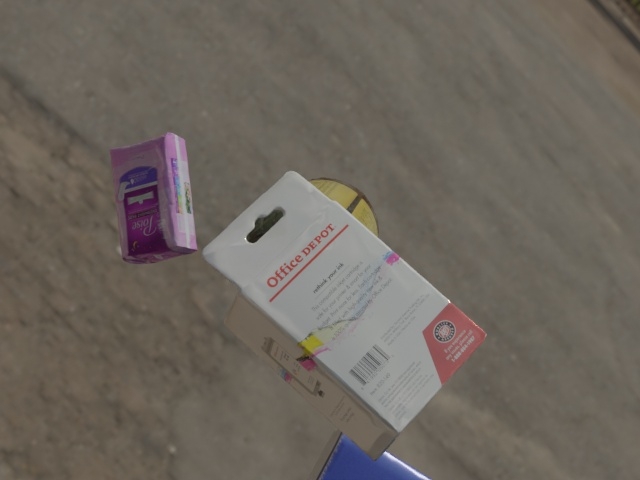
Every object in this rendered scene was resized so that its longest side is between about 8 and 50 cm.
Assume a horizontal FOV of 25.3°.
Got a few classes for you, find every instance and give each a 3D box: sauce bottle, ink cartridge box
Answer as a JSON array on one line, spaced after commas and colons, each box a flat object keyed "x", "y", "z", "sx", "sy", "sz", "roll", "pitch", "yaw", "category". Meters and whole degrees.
[{"x": 0.000, "y": 0.000, "z": 1.313, "sx": 0.111, "sy": 0.111, "sz": 0.344, "roll": 49, "pitch": 10, "yaw": 0, "category": "sauce bottle"}, {"x": 0.010, "y": 0.054, "z": 1.080, "sx": 0.198, "sy": 0.067, "sz": 0.115, "roll": 42, "pitch": 61, "yaw": 8, "category": "ink cartridge box"}]

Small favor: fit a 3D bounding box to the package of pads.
[{"x": -0.115, "y": -0.028, "z": 0.975, "sx": 0.032, "sy": 0.050, "sz": 0.083, "roll": 13, "pitch": 67, "yaw": -60, "category": "package of pads"}]

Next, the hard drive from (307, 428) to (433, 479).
[{"x": 0.102, "y": 0.330, "z": 1.208, "sx": 0.318, "sy": 0.210, "sz": 0.040, "roll": 33, "pitch": -23, "yaw": -6, "category": "hard drive"}]
